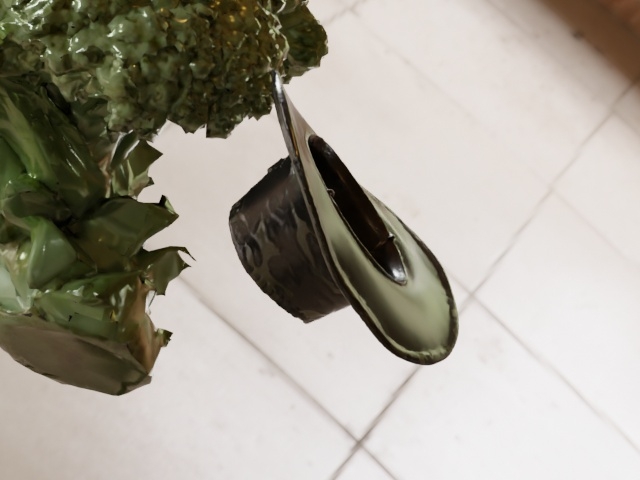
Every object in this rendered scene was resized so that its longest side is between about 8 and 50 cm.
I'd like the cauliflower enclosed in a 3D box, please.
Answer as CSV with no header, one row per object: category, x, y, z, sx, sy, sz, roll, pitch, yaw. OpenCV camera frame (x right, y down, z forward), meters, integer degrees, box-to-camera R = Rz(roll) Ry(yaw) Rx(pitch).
cauliflower,-0.127,-0.052,0.722,0.275,0.272,0.250,15,71,-75

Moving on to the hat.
hat,0.000,0.000,0.566,0.121,0.050,0.121,51,15,-20
